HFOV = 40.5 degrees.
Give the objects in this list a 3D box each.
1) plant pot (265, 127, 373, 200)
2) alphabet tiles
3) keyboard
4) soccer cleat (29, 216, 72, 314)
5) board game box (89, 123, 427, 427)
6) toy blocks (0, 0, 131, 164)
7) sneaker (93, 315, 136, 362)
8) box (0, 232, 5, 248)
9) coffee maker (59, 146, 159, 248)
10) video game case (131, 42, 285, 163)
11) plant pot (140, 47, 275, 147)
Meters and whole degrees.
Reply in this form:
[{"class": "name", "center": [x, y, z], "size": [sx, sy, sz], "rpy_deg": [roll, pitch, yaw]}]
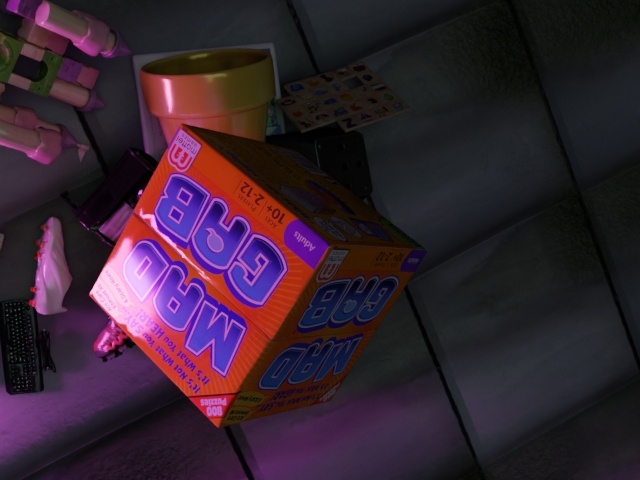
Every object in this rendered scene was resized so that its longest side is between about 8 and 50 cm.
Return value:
[{"class": "plant pot", "center": [0.001, -0.141, 1.791], "size": [0.187, 0.167, 0.188], "rpy_deg": [-13, 96, -35]}, {"class": "alphabet tiles", "center": [0.037, -0.293, 1.814], "size": [0.237, 0.198, 0.009], "rpy_deg": [-21, 140, -21]}, {"class": "keyboard", "center": [-0.588, 0.213, 1.737], "size": [0.100, 0.038, 0.192], "rpy_deg": [-6, 97, -17]}, {"class": "soccer cleat", "center": [-0.531, 0.051, 1.731], "size": [0.076, 0.068, 0.196], "rpy_deg": [6, 94, -33]}, {"class": "board game box", "center": [-0.105, 0.057, 1.535], "size": [0.356, 0.356, 0.356], "rpy_deg": [5, 121, -59]}, {"class": "toy blocks", "center": [-0.514, -0.317, 1.650], "size": [0.260, 0.309, 0.289], "rpy_deg": [16, 103, -50]}, {"class": "sneaker", "center": [-0.379, 0.119, 1.766], "size": [0.135, 0.097, 0.276], "rpy_deg": [42, 91, 0]}, {"class": "box", "center": [-0.767, 0.109, 1.663], "size": [0.232, 0.058, 0.322], "rpy_deg": [18, 90, -18]}, {"class": "coffee maker", "center": [-0.395, -0.096, 1.711], "size": [0.171, 0.120, 0.178], "rpy_deg": [39, 95, -15]}, {"class": "video game case", "center": [-0.222, -0.235, 1.815], "size": [0.299, 0.036, 0.329], "rpy_deg": [-9, 96, -16]}, {"class": "plant pot", "center": [-0.207, -0.231, 1.685], "size": [0.253, 0.254, 0.239], "rpy_deg": [-11, 113, -16]}]
